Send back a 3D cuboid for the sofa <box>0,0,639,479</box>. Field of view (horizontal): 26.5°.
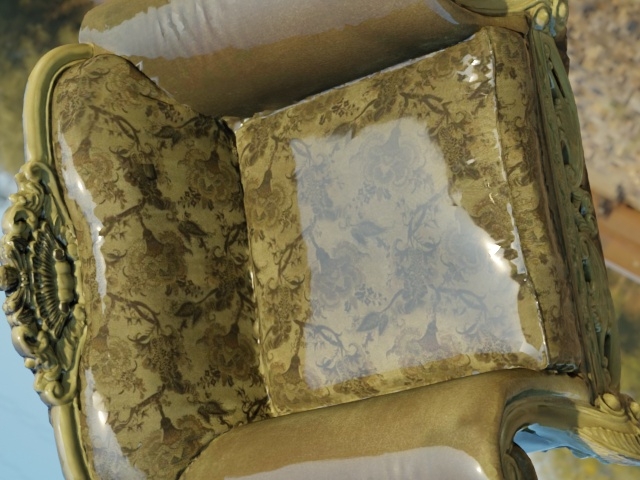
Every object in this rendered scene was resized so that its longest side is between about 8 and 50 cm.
[{"bbox_3d":[0.000,0.000,0.564,0.200,0.258,0.182,-14,167,32],"label":"sofa"}]
